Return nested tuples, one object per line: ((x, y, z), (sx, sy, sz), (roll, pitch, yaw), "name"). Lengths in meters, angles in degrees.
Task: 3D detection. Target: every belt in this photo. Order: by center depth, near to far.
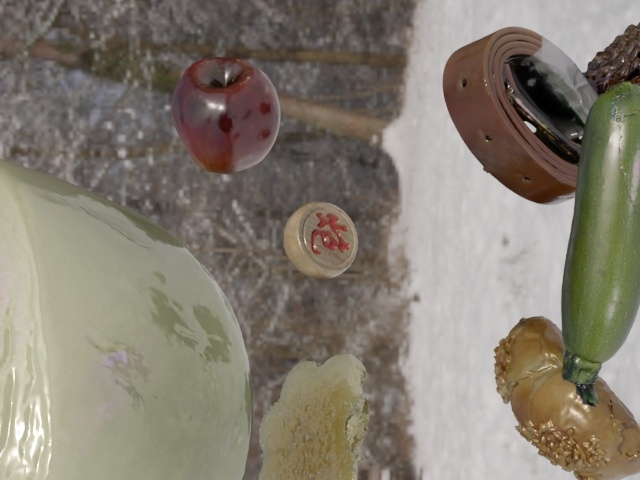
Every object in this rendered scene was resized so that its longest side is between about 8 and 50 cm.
((0.280, -0.165, 1.428), (0.105, 0.261, 0.184), (-21, 38, 55), "belt")

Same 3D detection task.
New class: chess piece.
((0.000, 0.000, 1.158), (0.038, 0.083, 0.084), (-28, 52, 54), "chess piece")

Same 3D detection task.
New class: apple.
((-0.137, -0.175, 1.586), (0.147, 0.156, 0.158), (-112, 15, -46), "apple")

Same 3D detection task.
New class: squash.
((0.284, 0.010, 1.069), (0.087, 0.087, 0.332), (-55, -28, -75), "squash")

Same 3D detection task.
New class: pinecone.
((0.505, -0.184, 1.549), (0.246, 0.292, 0.246), (-50, 21, 28), "pinecone")

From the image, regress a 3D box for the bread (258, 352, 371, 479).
((-0.014, 0.274, 1.394), (0.039, 0.181, 0.251), (26, -122, -49), "bread")

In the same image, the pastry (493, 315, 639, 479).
((0.390, 0.270, 1.743), (0.255, 0.162, 0.311), (50, -177, -41), "pastry")

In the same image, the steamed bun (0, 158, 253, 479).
((-0.255, 0.140, 1.084), (0.371, 0.289, 0.456), (28, -135, -62), "steamed bun")
